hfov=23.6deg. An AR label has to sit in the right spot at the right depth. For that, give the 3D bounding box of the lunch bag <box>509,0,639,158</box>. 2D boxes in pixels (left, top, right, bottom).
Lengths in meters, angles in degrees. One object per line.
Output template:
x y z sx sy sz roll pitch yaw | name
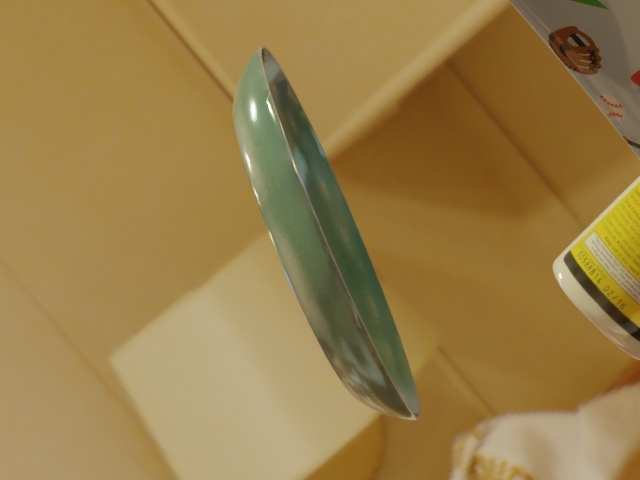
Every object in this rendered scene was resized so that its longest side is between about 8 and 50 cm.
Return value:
0.337 -0.271 1.184 0.385 0.328 0.239 -31 19 34 | lunch bag

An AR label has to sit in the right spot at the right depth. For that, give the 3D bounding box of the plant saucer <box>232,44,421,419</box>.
0.000 0.000 1.208 0.043 0.318 0.317 -22 3 5 | plant saucer

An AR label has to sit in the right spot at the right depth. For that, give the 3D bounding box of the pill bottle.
0.166 -0.006 0.688 0.116 0.065 0.065 -47 -1 16 | pill bottle
